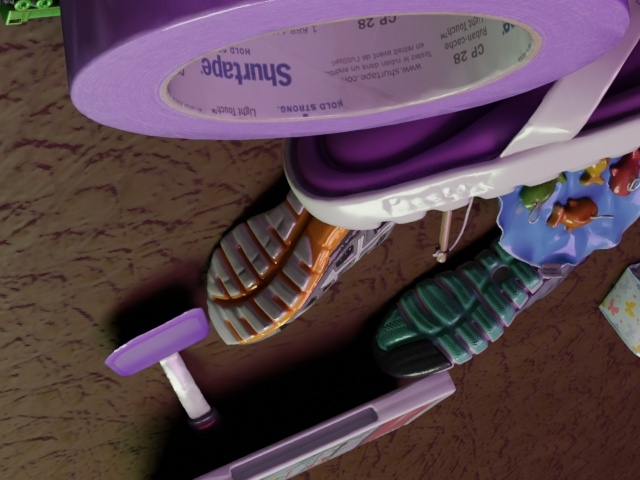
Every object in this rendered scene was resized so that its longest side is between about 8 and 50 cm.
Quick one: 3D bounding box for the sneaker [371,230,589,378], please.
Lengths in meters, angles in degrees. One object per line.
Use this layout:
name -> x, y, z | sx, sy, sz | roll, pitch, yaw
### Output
sneaker -> 0.151, 0.056, 1.193 | 0.224, 0.083, 0.098 | -36, 154, 7

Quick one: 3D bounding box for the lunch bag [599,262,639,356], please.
lunch bag -> 0.334, 0.073, 1.371 | 0.053, 0.083, 0.071 | -10, 143, -31

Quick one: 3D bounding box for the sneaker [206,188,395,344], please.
sneaker -> 0.000, 0.000, 0.981 | 0.215, 0.084, 0.083 | -46, 151, 22

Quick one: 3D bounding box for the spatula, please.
spatula -> -0.108, 0.128, 1.118 | 0.084, 0.030, 0.296 | -27, 149, -6

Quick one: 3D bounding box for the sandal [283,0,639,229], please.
sandal -> 0.148, -0.128, 0.800 | 0.416, 0.169, 0.102 | -29, 140, 18

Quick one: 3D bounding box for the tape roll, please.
tape roll -> 0.009, -0.125, 0.673 | 0.275, 0.090, 0.275 | -7, 173, -1

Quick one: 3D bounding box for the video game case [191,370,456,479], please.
video game case -> -0.028, 0.198, 1.231 | 0.285, 0.025, 0.204 | -22, 169, -14

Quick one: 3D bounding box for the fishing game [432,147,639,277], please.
fishing game -> 0.213, -0.053, 1.074 | 0.264, 0.041, 0.189 | -9, 122, -26

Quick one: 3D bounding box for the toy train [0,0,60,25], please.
toy train -> -0.158, -0.126, 0.722 | 0.083, 0.017, 0.023 | -11, 153, -30
